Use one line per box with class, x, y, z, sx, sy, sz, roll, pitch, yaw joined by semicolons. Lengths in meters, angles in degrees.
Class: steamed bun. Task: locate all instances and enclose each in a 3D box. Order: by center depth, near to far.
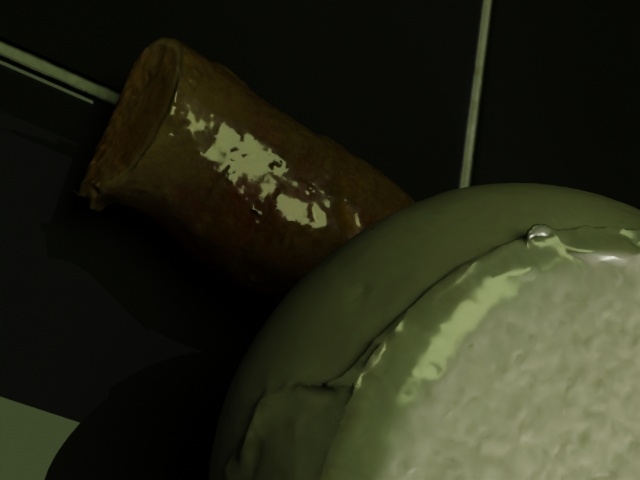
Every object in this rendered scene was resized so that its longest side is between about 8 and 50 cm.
steamed bun;0.101;0.150;0.734;0.374;0.241;0.374;-2;96;-23

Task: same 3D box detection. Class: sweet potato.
sweet potato;0.002;-0.003;0.829;0.336;0.131;0.131;32;57;-15
